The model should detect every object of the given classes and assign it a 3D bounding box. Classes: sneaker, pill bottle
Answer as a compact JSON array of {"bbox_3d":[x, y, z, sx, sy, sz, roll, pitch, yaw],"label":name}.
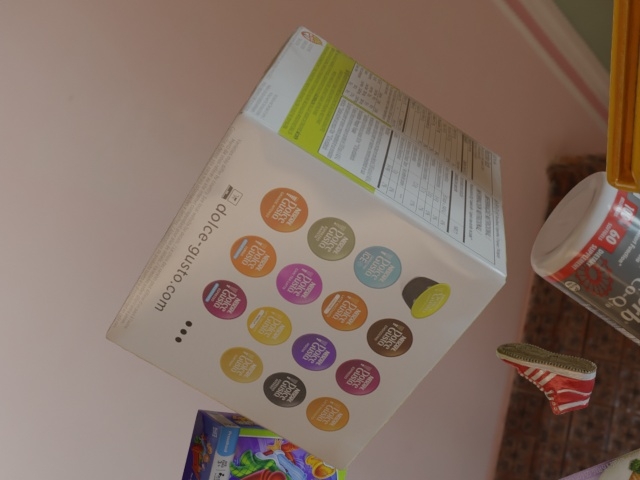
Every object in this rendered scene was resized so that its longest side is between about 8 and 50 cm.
[{"bbox_3d":[0.263,0.164,1.074,0.118,0.067,0.042,13,28,30],"label":"sneaker"},{"bbox_3d":[0.560,0.063,1.541,0.363,0.210,0.210,34,-18,-4],"label":"pill bottle"}]

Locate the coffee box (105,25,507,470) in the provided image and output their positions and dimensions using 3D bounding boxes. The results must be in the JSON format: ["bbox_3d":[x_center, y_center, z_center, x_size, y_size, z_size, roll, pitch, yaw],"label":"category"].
[{"bbox_3d":[0.000,0.000,1.128,0.334,0.338,0.338,32,-62,-8],"label":"coffee box"}]

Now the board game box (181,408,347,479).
[{"bbox_3d":[-0.100,0.432,1.321,0.233,0.347,0.078,12,2,-34],"label":"board game box"}]

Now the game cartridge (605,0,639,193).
[{"bbox_3d":[0.392,-0.259,1.000,0.052,0.324,0.285,15,-40,27],"label":"game cartridge"}]

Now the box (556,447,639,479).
[{"bbox_3d":[0.361,0.193,0.783,0.324,0.063,0.067,-22,-50,4],"label":"box"}]
